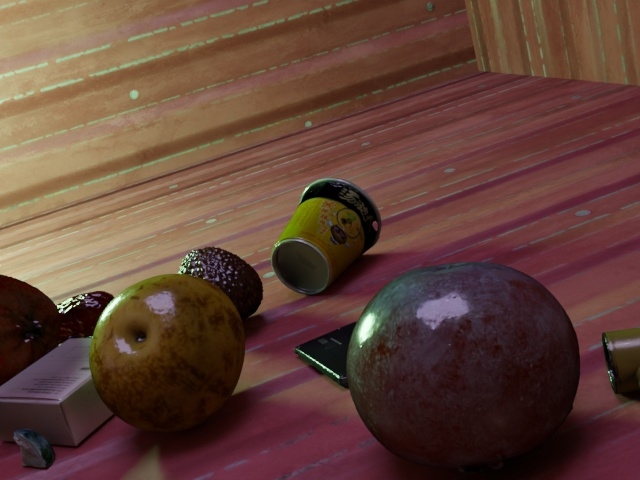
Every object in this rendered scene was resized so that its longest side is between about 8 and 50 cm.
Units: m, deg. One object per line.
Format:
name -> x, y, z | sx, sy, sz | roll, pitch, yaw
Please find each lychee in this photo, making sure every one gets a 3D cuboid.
lychee -> -0.215, 0.109, 1.933 | 0.195, 0.194, 0.194 | -14, 18, 4

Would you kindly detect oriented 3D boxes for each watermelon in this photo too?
watermelon -> -0.504, 0.364, 1.591 | 0.061, 0.085, 0.085 | -52, 22, -1

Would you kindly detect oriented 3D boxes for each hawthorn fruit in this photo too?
hawthorn fruit -> -0.705, 0.216, 1.878 | 0.330, 0.287, 0.287 | -17, 16, 23

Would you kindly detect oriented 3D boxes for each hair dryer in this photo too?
hair dryer -> 0.473, 0.209, 1.238 | 0.135, 0.090, 0.278 | -9, 25, 11

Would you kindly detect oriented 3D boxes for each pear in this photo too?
pear -> -0.255, 0.191, 1.574 | 0.281, 0.280, 0.280 | -14, 18, 4

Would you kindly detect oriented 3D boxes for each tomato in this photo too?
tomato -> 0.193, 0.173, 1.260 | 0.317, 0.282, 0.316 | -12, 5, 1

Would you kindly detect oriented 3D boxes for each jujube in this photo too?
jujube -> -0.554, 0.177, 2.115 | 0.176, 0.109, 0.112 | -16, -16, 5

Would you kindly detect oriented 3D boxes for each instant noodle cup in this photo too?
instant noodle cup -> 0.000, 0.000, 2.079 | 0.216, 0.215, 0.236 | -4, 28, 31

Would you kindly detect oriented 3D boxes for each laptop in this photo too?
laptop -> 0.058, 0.201, 1.671 | 0.154, 0.026, 0.207 | -22, 19, -20

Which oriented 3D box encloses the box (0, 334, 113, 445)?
box -> -0.469, 0.277, 1.741 | 0.203, 0.106, 0.252 | -3, 20, 30
